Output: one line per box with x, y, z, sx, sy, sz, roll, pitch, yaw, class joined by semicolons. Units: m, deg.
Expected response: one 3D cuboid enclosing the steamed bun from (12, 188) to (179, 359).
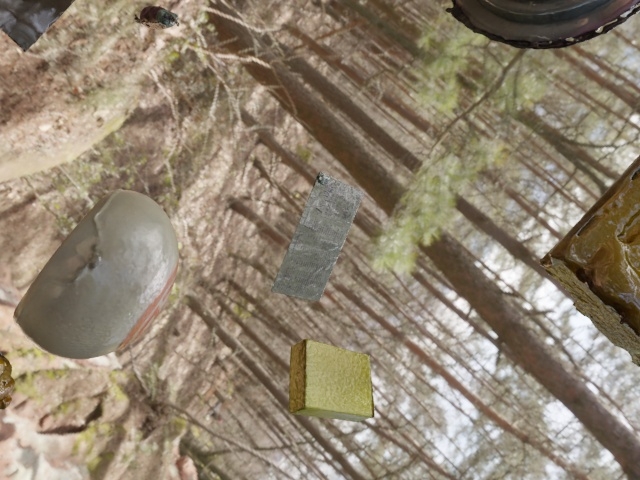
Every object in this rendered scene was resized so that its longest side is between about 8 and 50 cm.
-0.330;0.065;0.909;0.283;0.177;0.283;-48;-165;18;steamed bun

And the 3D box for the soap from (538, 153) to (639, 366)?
0.532;0.020;0.910;0.281;0.259;0.143;-44;176;-4;soap

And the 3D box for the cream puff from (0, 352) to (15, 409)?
-0.418;0.175;0.645;0.133;0.104;0.119;-19;-173;8;cream puff

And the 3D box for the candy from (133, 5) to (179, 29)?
-0.313;-0.430;1.103;0.045;0.175;0.043;15;97;-44;candy

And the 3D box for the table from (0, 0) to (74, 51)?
-0.423;-0.403;0.631;0.196;0.250;0.282;-51;176;-7;table

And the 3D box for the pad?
0.000;0.000;1.207;0.159;0.009;0.265;18;96;-49;pad

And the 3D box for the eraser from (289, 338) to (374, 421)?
0.017;0.202;0.815;0.122;0.097;0.045;20;144;-30;eraser

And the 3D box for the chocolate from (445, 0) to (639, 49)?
0.175;-0.277;0.447;0.221;0.221;0.147;-47;150;11;chocolate
